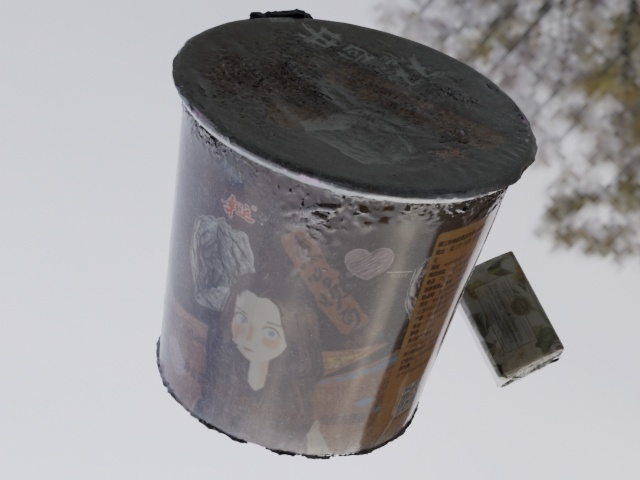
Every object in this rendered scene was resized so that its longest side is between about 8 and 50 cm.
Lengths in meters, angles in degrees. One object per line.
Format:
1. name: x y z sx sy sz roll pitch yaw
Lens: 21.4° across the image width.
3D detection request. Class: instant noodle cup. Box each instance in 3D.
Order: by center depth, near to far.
1. instant noodle cup: 0.000 0.000 1.026 0.218 0.207 0.217 10 -150 -6

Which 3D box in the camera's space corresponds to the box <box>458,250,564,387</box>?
1. box: 0.149 0.064 1.370 0.098 0.062 0.045 62 176 18
